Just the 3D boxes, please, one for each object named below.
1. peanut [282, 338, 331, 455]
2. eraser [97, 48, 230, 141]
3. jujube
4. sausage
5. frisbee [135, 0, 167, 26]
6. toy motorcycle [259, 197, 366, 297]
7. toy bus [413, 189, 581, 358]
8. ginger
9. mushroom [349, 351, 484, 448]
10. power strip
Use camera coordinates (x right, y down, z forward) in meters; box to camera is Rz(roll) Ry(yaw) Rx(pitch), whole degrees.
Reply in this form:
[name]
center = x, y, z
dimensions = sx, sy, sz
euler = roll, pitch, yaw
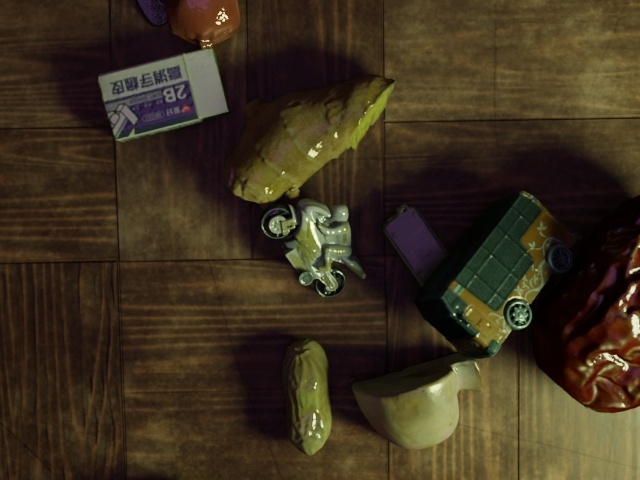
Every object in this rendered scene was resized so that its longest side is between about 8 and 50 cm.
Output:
[peanut]
center = -0.024, 0.288, 1.479
dimensions = 0.090, 0.098, 0.214
euler = -6, 97, -10
[eraser]
center = -0.279, -0.261, 1.450
dimensions = 0.210, 0.068, 0.124
euler = -14, 92, 0
[jujube]
center = 0.541, 0.112, 1.393
dimensions = 0.276, 0.276, 0.377
euler = 33, 111, -3
[sausage]
center = -0.215, -0.457, 1.402
dimensions = 0.148, 0.148, 0.254
euler = -14, 89, 0
[frisbee]
center = -0.370, -0.488, 1.461
dimensions = 0.187, 0.012, 0.211
euler = -6, 94, 1
[toy motorcycle]
center = 0.000, 0.000, 1.452
dimensions = 0.151, 0.074, 0.229
euler = -39, 114, 4
[toy bus]
center = 0.304, 0.060, 1.407
dimensions = 0.167, 0.138, 0.275
euler = 41, 74, -6
[ginger]
center = -0.018, -0.193, 1.434
dimensions = 0.354, 0.126, 0.190
euler = -26, 84, -1
[mushroom]
center = 0.191, 0.310, 1.445
dimensions = 0.236, 0.173, 0.162
euler = -17, 96, 0
[power strip]
center = 0.210, 0.054, 1.486
dimensions = 0.078, 0.052, 0.272
euler = -35, 95, 2
